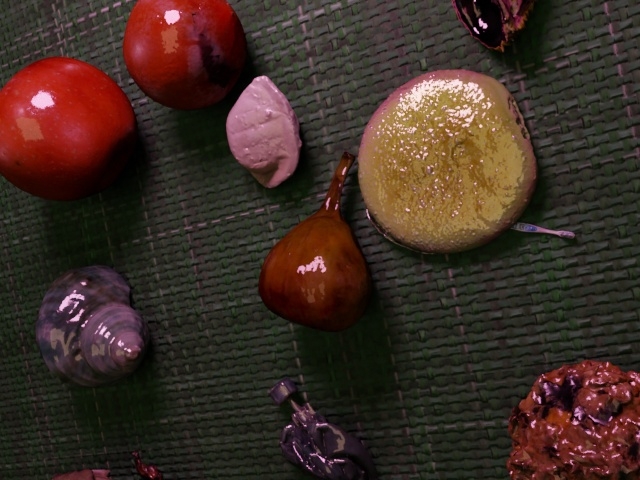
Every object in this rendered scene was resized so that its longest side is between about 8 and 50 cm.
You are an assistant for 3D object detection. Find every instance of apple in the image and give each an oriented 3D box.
[{"bbox_3d":[-0.465,-0.192,1.116,0.216,0.260,0.260,33,104,-7],"label":"apple"}]

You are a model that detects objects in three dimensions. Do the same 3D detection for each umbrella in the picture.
[{"bbox_3d":[0.024,0.386,1.038,0.143,0.094,0.349,-41,76,13],"label":"umbrella"}]

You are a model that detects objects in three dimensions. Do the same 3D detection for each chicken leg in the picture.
[{"bbox_3d":[-0.349,0.457,1.222,0.083,0.021,0.036,30,112,22],"label":"chicken leg"}]

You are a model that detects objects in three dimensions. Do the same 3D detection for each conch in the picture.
[{"bbox_3d":[-0.426,0.174,1.170,0.277,0.195,0.220,23,71,43],"label":"conch"}]

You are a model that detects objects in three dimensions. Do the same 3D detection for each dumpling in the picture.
[{"bbox_3d":[-0.087,-0.180,1.054,0.150,0.092,0.176,30,103,20],"label":"dumpling"}]

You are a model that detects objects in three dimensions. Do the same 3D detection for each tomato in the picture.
[{"bbox_3d":[-0.222,-0.326,1.039,0.184,0.208,0.208,12,97,41],"label":"tomato"}]

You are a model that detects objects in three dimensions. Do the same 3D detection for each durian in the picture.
[{"bbox_3d":[0.270,-0.381,0.923,0.108,0.119,0.186,-24,96,-17],"label":"durian"}]

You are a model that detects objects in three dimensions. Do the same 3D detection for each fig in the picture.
[{"bbox_3d":[0.028,0.018,1.004,0.190,0.190,0.290,28,69,18],"label":"fig"}]

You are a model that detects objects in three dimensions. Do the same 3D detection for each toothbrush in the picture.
[{"bbox_3d":[0.309,-0.022,0.952,0.162,0.017,0.014,11,91,24],"label":"toothbrush"}]

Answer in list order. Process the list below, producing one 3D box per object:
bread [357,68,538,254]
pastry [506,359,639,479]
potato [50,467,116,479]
[{"bbox_3d":[0.188,-0.124,0.974,0.301,0.045,0.301,0,90,24],"label":"bread"},{"bbox_3d":[0.381,0.302,0.842,0.275,0.193,0.275,2,95,21],"label":"pastry"},{"bbox_3d":[-0.394,0.654,1.118,0.442,0.319,0.385,-36,39,27],"label":"potato"}]
